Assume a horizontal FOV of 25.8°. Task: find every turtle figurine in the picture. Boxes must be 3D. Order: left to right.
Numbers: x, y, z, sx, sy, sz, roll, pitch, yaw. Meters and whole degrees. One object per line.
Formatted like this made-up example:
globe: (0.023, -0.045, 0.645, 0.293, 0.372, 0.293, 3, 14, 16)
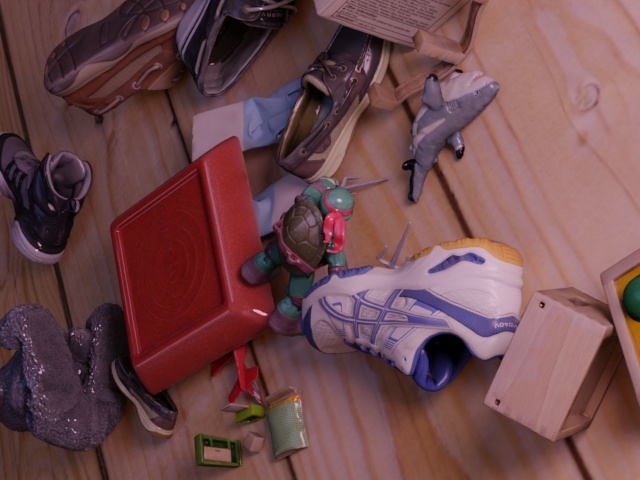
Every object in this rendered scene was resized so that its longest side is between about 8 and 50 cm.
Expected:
turtle figurine: (0.000, 0.000, 1.564, 0.234, 0.118, 0.175, -48, 44, 41)

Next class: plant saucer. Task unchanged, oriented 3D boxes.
plant saucer: (-0.177, 0.032, 1.758, 0.259, 0.048, 0.258, -32, 61, 40)

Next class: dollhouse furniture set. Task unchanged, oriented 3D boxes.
dollhouse furniture set: (-0.083, 0.224, 1.637, 0.152, 0.059, 0.076, -32, 55, 44)

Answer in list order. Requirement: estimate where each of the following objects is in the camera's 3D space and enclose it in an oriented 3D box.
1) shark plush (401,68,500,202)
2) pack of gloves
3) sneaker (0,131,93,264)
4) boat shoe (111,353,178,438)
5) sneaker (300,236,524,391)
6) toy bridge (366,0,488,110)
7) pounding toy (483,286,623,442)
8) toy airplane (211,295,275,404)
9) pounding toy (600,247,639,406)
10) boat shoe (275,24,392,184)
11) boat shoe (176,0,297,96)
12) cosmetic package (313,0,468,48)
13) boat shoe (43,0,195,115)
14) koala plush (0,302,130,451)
shark plush: (0.127, -0.111, 1.479, 0.067, 0.073, 0.161, 35, 104, 20)
pack of gloves: (-0.066, -0.092, 1.748, 0.232, 0.046, 0.195, -16, 67, 38)
sneaker: (-0.433, -0.103, 2.181, 0.153, 0.101, 0.268, -50, 49, 30)
boat shoe: (-0.227, 0.197, 1.847, 0.049, 0.056, 0.152, -56, 50, 18)
sneaker: (0.081, 0.092, 1.421, 0.296, 0.112, 0.131, -22, 62, 48)
toy bridge: (0.128, -0.208, 1.497, 0.188, 0.063, 0.026, -48, 45, 34)
pounding toy: (0.204, 0.109, 1.247, 0.100, 0.141, 0.130, 28, 103, 24)
toy airplane: (-0.099, 0.139, 1.713, 0.151, 0.028, 0.151, -22, 62, 49)
pounding toy: (0.340, 0.062, 1.101, 0.206, 0.094, 0.181, -39, 50, 40)
boat shoe: (0.013, -0.175, 1.618, 0.080, 0.073, 0.223, 25, 95, 45)
boat shoe: (-0.075, -0.313, 1.778, 0.335, 0.121, 0.119, -54, 48, 44)
cosmetic package: (0.129, -0.350, 1.472, 0.296, 0.153, 0.129, -37, 52, 39)
boat shoe: (-0.240, -0.276, 1.971, 0.324, 0.116, 0.123, -23, 43, 26)
koala plush: (-0.389, 0.208, 1.948, 0.221, 0.196, 0.203, -22, 71, 43)
